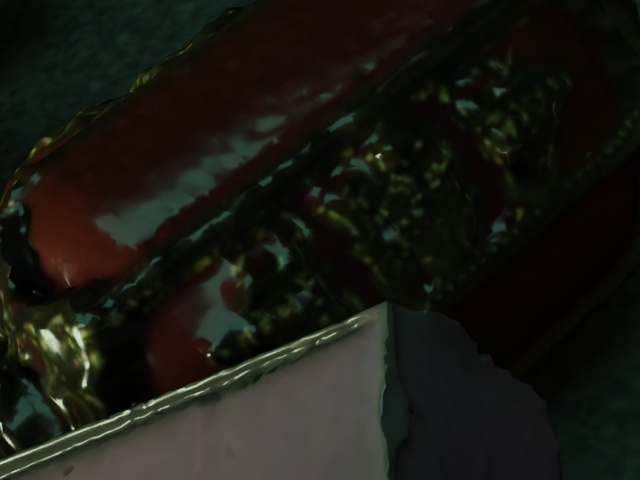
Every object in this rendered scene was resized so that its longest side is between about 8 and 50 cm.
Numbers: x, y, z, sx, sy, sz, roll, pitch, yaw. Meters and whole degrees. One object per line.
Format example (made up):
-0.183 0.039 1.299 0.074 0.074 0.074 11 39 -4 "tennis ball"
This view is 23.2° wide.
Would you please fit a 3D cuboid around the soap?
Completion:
-0.058 0.141 0.364 0.259 0.081 0.181 -24 54 30 "soap"

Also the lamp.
0.000 0.000 0.547 0.274 0.177 0.177 -40 48 -21 "lamp"
